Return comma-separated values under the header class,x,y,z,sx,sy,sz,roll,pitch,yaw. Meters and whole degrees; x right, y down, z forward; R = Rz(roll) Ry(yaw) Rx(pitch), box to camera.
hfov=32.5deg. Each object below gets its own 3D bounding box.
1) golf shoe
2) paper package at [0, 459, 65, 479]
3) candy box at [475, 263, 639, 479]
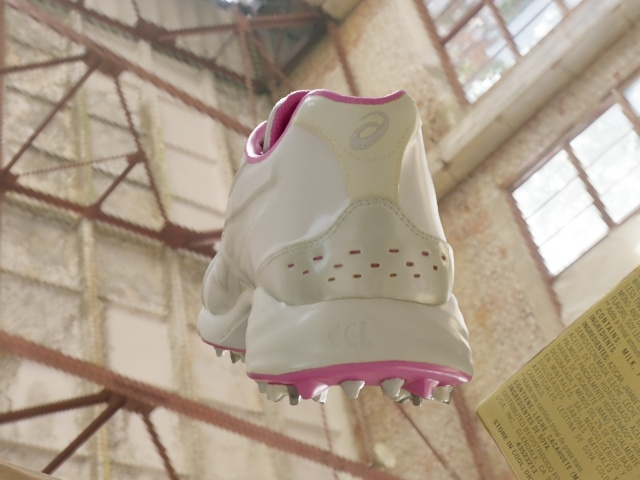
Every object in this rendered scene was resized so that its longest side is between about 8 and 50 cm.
class,x,y,z,sx,sy,sz,roll,pitch,yaw
golf shoe,0.000,0.000,0.558,0.115,0.140,0.306,-1,180,-14
paper package,-0.389,0.339,0.954,0.309,0.325,0.168,35,-159,-46
candy box,0.240,0.018,0.530,0.183,0.316,0.087,-11,-120,-41
